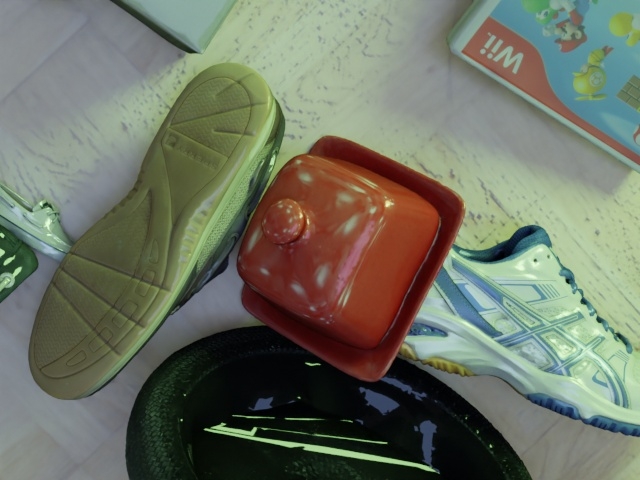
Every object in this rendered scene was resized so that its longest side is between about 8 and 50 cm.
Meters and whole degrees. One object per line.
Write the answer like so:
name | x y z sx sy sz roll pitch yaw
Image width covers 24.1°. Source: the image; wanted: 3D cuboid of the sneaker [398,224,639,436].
sneaker | 0.178 0.061 1.184 0.296 0.112 0.131 20 93 -11

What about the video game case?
video game case | 0.260 -0.206 1.138 0.204 0.025 0.285 30 115 -19

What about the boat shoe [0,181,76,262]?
boat shoe | -0.218 -0.015 1.157 0.100 0.035 0.035 32 94 -4

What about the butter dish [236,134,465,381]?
butter dish | 0.000 0.000 1.116 0.118 0.160 0.160 26 92 -55

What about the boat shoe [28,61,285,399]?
boat shoe | -0.113 0.002 1.141 0.103 0.092 0.285 30 88 30

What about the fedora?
fedora | 0.000 0.217 1.136 0.334 0.334 0.152 20 127 -10

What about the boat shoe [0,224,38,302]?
boat shoe | -0.333 0.102 1.114 0.091 0.114 0.302 40 97 -14

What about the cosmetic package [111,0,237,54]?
cosmetic package | -0.066 -0.257 1.102 0.107 0.127 0.238 32 93 -11
